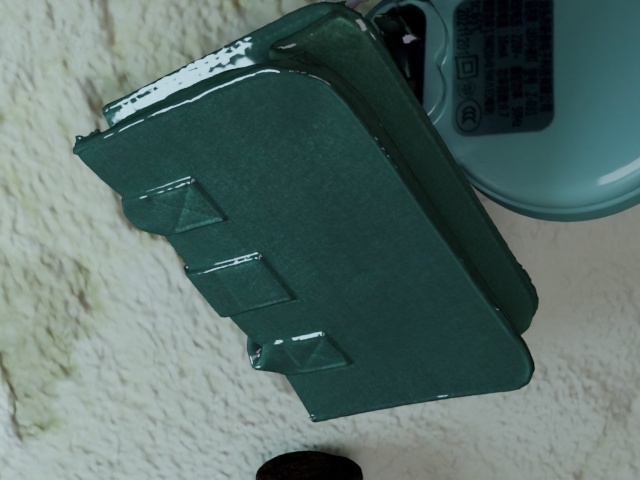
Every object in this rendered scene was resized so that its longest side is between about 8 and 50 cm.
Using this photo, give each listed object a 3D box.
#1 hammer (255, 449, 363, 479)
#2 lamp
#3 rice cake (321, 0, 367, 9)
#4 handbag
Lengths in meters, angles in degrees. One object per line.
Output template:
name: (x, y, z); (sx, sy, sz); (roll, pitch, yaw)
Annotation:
hammer: (-0.159, 0.321, 0.904); (0.408, 0.095, 0.242); (-4, 109, 0)
lamp: (0.156, -0.120, 0.744); (0.284, 0.147, 0.209); (3, 80, 1)
rice cake: (0.126, -0.249, 0.744); (0.290, 0.081, 0.051); (-26, 127, 3)
handbag: (0.001, -0.001, 0.741); (0.238, 0.089, 0.326); (-16, 126, 33)
